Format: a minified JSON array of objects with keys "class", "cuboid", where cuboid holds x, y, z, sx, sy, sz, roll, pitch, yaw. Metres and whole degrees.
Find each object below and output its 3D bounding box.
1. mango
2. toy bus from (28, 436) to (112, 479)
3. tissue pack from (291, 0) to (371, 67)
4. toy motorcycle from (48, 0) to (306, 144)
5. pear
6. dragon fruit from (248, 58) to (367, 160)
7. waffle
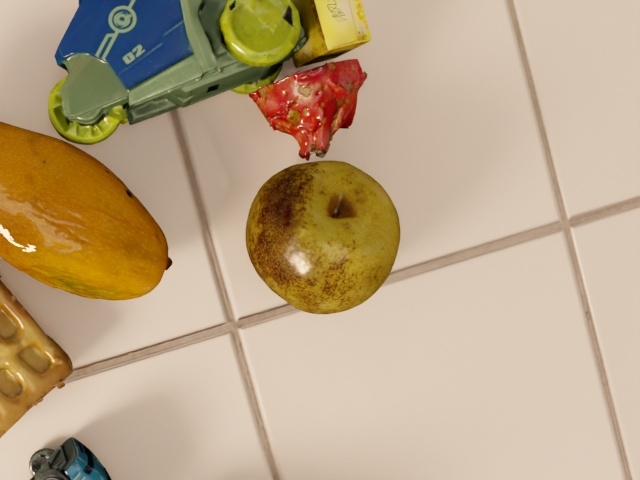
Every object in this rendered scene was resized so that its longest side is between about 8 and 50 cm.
[{"class":"mango","cuboid":[-0.336,-0.045,1.407,0.359,0.187,0.144,33,120,-18]},{"class":"toy bus","cuboid":[-0.348,0.372,1.449,0.134,0.113,0.246,43,83,-16]},{"class":"tissue pack","cuboid":[0.002,-0.280,1.491,0.062,0.176,0.095,-16,96,-12]},{"class":"toy motorcycle","cuboid":[-0.193,-0.253,1.439,0.327,0.191,0.199,-20,89,-11]},{"class":"pear","cuboid":[0.000,0.000,1.500,0.197,0.197,0.197,0,92,-15]},{"class":"dragon fruit","cuboid":[-0.004,-0.161,1.508,0.153,0.153,0.110,-16,93,-14]},{"class":"waffle","cuboid":[-0.473,0.105,1.392,0.224,0.098,0.327,-45,104,-28]}]
